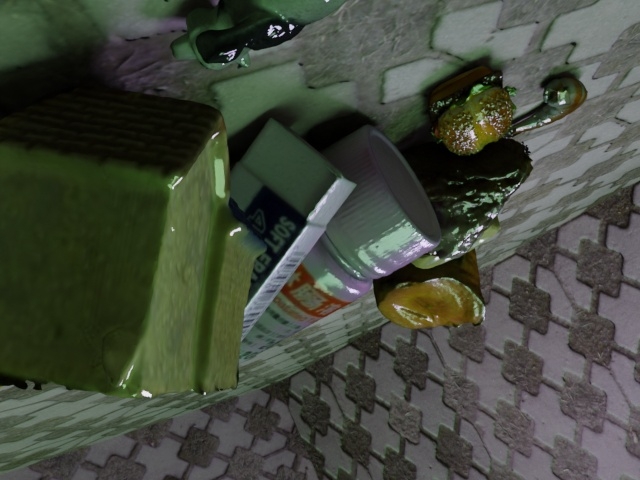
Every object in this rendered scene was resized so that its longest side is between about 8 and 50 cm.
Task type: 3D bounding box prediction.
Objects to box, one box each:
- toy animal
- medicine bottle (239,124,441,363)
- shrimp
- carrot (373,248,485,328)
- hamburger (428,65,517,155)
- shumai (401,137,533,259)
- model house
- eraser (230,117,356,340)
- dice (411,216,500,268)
[{"bbox_3d":[-0.039,-0.201,0.526,0.225,0.094,0.121,-36,171,33],"label":"toy animal"},{"bbox_3d":[-0.038,0.015,0.999,0.388,0.219,0.219,-30,165,20],"label":"medicine bottle"},{"bbox_3d":[0.382,-0.229,1.200,0.166,0.049,0.161,-25,169,31],"label":"shrimp"},{"bbox_3d":[0.226,0.037,1.518,0.241,0.340,0.241,-3,140,-2],"label":"carrot"},{"bbox_3d":[0.226,-0.184,0.999,0.137,0.087,0.166,-28,165,10],"label":"hamburger"},{"bbox_3d":[0.235,-0.066,1.130,0.218,0.185,0.184,-11,-151,9],"label":"shumai"},{"bbox_3d":[-0.199,0.006,0.660,0.261,0.266,0.321,9,172,10],"label":"model house"},{"bbox_3d":[-0.090,0.002,0.853,0.287,0.130,0.086,-52,165,10],"label":"eraser"},{"bbox_3d":[0.225,-0.053,1.294,0.169,0.166,0.169,-32,164,23],"label":"dice"}]
